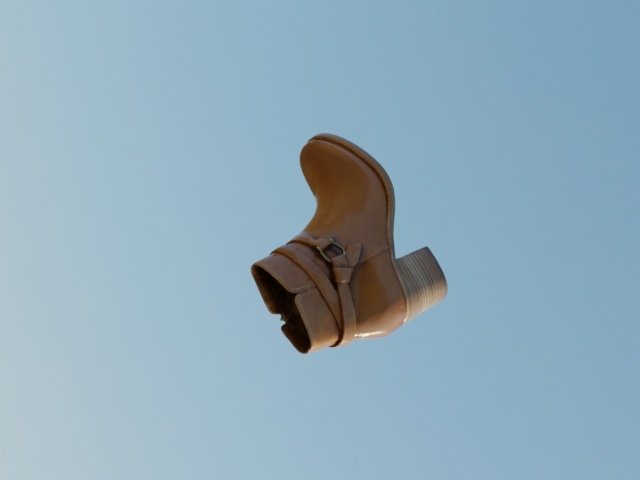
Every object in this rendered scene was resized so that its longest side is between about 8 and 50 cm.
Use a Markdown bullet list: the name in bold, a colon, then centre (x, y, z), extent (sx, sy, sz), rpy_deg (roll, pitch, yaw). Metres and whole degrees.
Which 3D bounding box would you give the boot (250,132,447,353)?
- **boot**: centre (0.000, 0.000, 1.522), extent (0.197, 0.152, 0.073), rpy_deg (53, -36, 24)
